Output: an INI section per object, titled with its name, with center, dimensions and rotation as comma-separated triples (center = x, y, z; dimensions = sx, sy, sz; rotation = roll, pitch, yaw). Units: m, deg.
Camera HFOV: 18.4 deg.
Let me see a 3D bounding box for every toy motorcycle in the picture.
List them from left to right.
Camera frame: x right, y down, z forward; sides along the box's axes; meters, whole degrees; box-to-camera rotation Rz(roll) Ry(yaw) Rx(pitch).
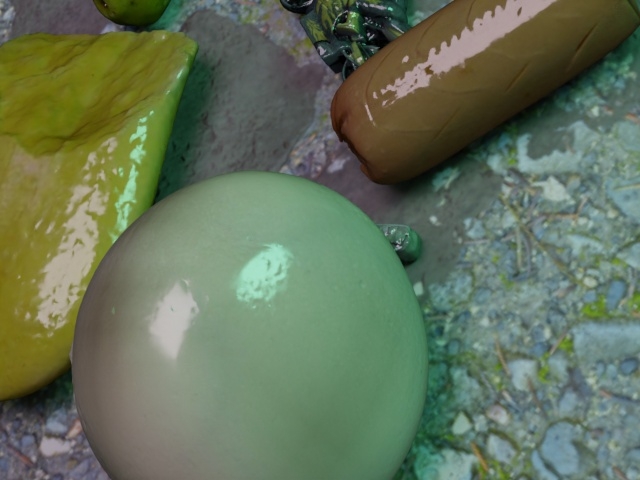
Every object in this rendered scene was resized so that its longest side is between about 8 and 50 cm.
[toy motorcycle]
center = 0.041, -0.228, 1.948
dimensions = 0.124, 0.061, 0.193
rotation = -39, 52, 5

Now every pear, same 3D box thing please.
[pear]
center = -0.193, -0.270, 2.089
dimensions = 0.092, 0.092, 0.097
rotation = 26, 63, 37

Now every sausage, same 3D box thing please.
[sausage]
center = 0.146, -0.165, 1.818
dimensions = 0.304, 0.121, 0.121
rotation = -33, 54, 15

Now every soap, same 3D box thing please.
[soap]
center = -0.296, -0.039, 2.016
dimensions = 0.306, 0.115, 0.427
rotation = 4, 69, 32

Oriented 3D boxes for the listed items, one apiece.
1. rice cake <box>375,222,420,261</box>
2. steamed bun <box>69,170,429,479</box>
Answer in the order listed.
[rice cake]
center = 0.000, 0.001, 1.875
dimensions = 0.208, 0.033, 0.033
rotation = 1, 65, 31
[steamed bun]
center = -0.047, 0.102, 1.674
dimensions = 0.206, 0.324, 0.324
rotation = -2, 64, 53
